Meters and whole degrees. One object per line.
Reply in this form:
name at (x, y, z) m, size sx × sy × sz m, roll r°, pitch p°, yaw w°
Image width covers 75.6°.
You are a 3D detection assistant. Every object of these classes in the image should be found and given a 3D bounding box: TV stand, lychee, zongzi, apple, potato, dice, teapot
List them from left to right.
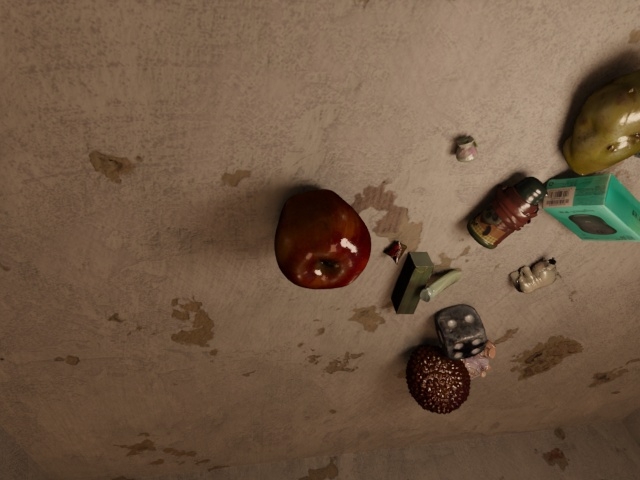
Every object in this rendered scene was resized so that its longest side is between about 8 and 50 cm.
apple at (0.000, 0.000, 1.248) m, size 0.288 × 0.317 × 0.288 m, roll -7°, pitch 131°, yaw -8°
zongzi at (0.279, 0.052, 1.515) m, size 0.083 × 0.073 × 0.067 m, roll -34°, pitch 148°, yaw 21°
TV stand at (0.357, 0.170, 1.626) m, size 0.082 × 0.088 × 0.270 m, roll 3°, pitch 129°, yaw -11°
lychee at (0.551, 0.654, 1.953) m, size 0.306 × 0.306 × 0.330 m, roll -37°, pitch 119°, yaw 21°
dice at (0.618, 0.407, 1.832) m, size 0.183 × 0.181 × 0.182 m, roll -15°, pitch 135°, yaw 2°
teapot at (0.449, -0.283, 1.257) m, size 0.083 × 0.064 × 0.064 m, roll -38°, pitch 128°, yaw -20°
potato at (0.853, -0.328, 1.203) m, size 0.218 × 0.203 × 0.351 m, roll -17°, pitch 147°, yaw -11°

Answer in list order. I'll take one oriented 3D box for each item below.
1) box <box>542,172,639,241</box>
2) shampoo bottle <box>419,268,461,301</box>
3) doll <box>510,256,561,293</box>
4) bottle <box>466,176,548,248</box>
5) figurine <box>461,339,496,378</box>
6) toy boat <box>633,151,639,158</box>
box at (0.935, -0.101, 1.401) m, size 0.311 × 0.205 × 0.118 m, roll 25°, pitch 80°, yaw -30°
shampoo bottle at (0.471, 0.174, 1.612) m, size 0.212 × 0.049 × 0.072 m, roll -25°, pitch 146°, yaw -33°
doll at (0.897, 0.150, 1.711) m, size 0.192 × 0.095 × 0.149 m, roll -34°, pitch 127°, yaw 23°
bottle at (0.634, -0.104, 1.402) m, size 0.156 × 0.143 × 0.271 m, roll 42°, pitch 124°, yaw 6°
figurine at (0.769, 0.613, 2.089) m, size 0.200 × 0.133 × 0.276 m, roll 34°, pitch 114°, yaw -20°
toy boat at (1.102, -0.292, 1.355) m, size 0.260 × 0.078 × 0.085 m, roll 16°, pitch 110°, yaw -23°
